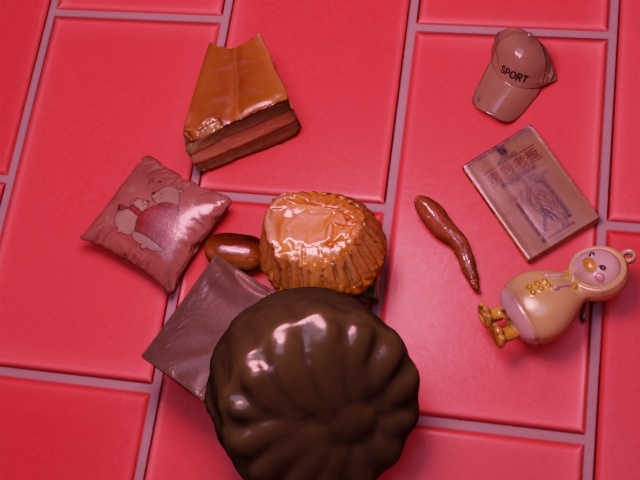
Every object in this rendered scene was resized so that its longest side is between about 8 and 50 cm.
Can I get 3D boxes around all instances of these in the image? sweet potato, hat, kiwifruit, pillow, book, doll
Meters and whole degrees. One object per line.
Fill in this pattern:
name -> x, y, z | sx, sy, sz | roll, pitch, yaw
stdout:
sweet potato -> 0.246, 0.001, 1.843 | 0.050, 0.050, 0.214 | -34, 76, -3
hat -> 0.372, -0.318, 1.906 | 0.147, 0.085, 0.175 | 28, 77, 16
kiwifruit -> -0.163, 0.022, 1.885 | 0.125, 0.075, 0.075 | 7, 72, -3
pillow -> -0.322, -0.039, 1.928 | 0.236, 0.084, 0.223 | 27, 79, 18
book -> 0.397, -0.091, 1.858 | 0.161, 0.026, 0.230 | -31, 69, -2
doll -> 0.424, 0.089, 1.734 | 0.296, 0.117, 0.141 | -34, 43, 3

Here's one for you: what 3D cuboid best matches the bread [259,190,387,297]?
bread -> 0.003, 0.002, 1.760 | 0.240, 0.139, 0.239 | -2, 53, 3

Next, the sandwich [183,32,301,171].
sandwich -> -0.183, -0.281, 1.951 | 0.228, 0.155, 0.198 | -23, 68, 1

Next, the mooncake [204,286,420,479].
mooncake -> -0.010, 0.263, 1.642 | 0.357, 0.194, 0.356 | -4, 107, -13

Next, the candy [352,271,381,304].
candy -> 0.017, 0.061, 1.851 | 0.195, 0.062, 0.097 | 5, 71, 10

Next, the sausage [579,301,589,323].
sausage -> 0.483, 0.104, 1.784 | 0.015, 0.015, 0.100 | 8, 73, 12

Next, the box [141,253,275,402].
box -> -0.182, 0.174, 1.799 | 0.149, 0.155, 0.231 | 32, 81, 20
